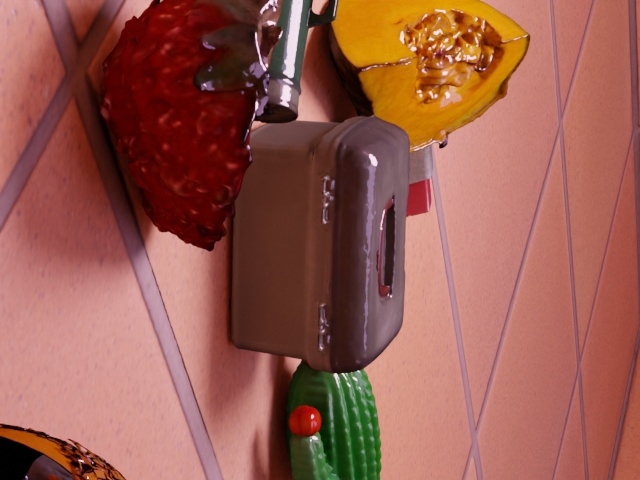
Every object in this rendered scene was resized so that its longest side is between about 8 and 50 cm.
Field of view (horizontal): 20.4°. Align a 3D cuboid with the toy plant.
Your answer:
[{"bbox_3d":[0.007,0.174,1.670,0.240,0.088,0.155,72,30,-51],"label":"toy plant"}]

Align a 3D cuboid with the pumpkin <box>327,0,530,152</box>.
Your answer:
[{"bbox_3d":[0.069,-0.164,1.763,0.278,0.111,0.163,-16,146,-45],"label":"pumpkin"}]

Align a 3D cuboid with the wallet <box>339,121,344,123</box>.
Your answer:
[{"bbox_3d":[0.018,-0.007,1.744,0.110,0.031,0.198,56,43,-65],"label":"wallet"}]

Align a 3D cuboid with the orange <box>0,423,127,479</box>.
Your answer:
[{"bbox_3d":[-0.179,0.217,0.955,0.234,0.182,0.234,10,90,-86],"label":"orange"}]

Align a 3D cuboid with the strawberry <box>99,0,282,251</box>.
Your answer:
[{"bbox_3d":[-0.102,-0.088,1.236,0.236,0.111,0.190,112,-13,-53],"label":"strawberry"}]

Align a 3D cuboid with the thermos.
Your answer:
[{"bbox_3d":[-0.037,-0.193,1.417,0.073,0.083,0.188,19,75,-49],"label":"thermos"}]

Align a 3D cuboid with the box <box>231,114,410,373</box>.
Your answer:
[{"bbox_3d":[0.000,0.000,1.519,0.148,0.129,0.210,-38,133,-67],"label":"box"}]

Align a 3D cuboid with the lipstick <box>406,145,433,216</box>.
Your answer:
[{"bbox_3d":[0.097,-0.142,1.919,0.051,0.051,0.312,-70,159,-44],"label":"lipstick"}]
